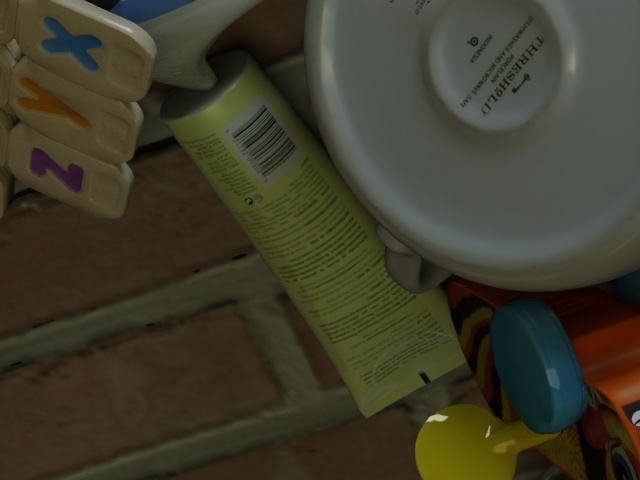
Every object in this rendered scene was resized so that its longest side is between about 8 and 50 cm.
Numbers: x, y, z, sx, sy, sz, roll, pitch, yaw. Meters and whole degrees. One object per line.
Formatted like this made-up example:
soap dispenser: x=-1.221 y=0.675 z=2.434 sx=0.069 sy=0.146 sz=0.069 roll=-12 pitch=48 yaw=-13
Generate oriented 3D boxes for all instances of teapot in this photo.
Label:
teapot: x=0.126 y=-0.098 z=0.903 sx=0.256 sy=0.187 sz=0.253 roll=-4 pitch=99 yaw=33

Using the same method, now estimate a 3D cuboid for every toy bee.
toy bee: x=0.145 y=0.097 z=0.909 sx=0.195 sy=0.298 sz=0.162 roll=-14 pitch=97 yaw=5

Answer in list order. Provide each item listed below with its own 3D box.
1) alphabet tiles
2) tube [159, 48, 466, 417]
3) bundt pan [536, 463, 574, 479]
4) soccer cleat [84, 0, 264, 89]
alphabet tiles: x=-0.215 y=-0.110 z=0.901 sx=0.278 sy=0.021 sz=0.284 roll=23 pitch=149 yaw=2
tube: x=0.000 y=0.000 z=1.023 sx=0.070 sy=0.062 sz=0.240 roll=-5 pitch=131 yaw=49
bundt pan: x=0.285 y=0.194 z=0.996 sx=0.331 sy=0.331 sz=0.124 roll=-46 pitch=149 yaw=21
soccer cleat: x=-0.016 y=-0.218 z=0.894 sx=0.331 sy=0.116 sz=0.143 roll=-49 pitch=140 yaw=12
